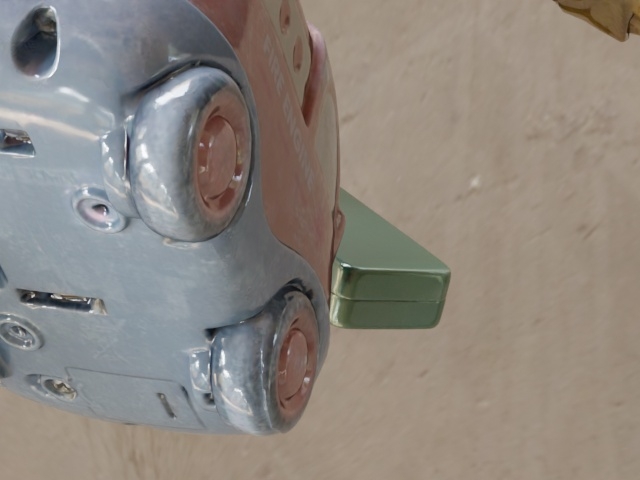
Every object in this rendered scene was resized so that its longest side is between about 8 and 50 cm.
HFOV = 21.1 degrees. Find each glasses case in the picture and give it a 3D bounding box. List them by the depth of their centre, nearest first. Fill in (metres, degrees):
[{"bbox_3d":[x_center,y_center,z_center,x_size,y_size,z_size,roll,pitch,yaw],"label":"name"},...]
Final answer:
[{"bbox_3d":[0.000,0.000,1.047,0.077,0.184,0.039,2,111,-31],"label":"glasses case"}]

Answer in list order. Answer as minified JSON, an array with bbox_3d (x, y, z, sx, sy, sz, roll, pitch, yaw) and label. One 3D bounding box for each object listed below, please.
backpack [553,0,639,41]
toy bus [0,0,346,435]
[{"bbox_3d":[0.156,-0.272,0.739,0.353,0.378,0.201,30,49,33],"label":"backpack"},{"bbox_3d":[-0.089,-0.056,0.810,0.197,0.294,0.232,5,51,22],"label":"toy bus"}]
